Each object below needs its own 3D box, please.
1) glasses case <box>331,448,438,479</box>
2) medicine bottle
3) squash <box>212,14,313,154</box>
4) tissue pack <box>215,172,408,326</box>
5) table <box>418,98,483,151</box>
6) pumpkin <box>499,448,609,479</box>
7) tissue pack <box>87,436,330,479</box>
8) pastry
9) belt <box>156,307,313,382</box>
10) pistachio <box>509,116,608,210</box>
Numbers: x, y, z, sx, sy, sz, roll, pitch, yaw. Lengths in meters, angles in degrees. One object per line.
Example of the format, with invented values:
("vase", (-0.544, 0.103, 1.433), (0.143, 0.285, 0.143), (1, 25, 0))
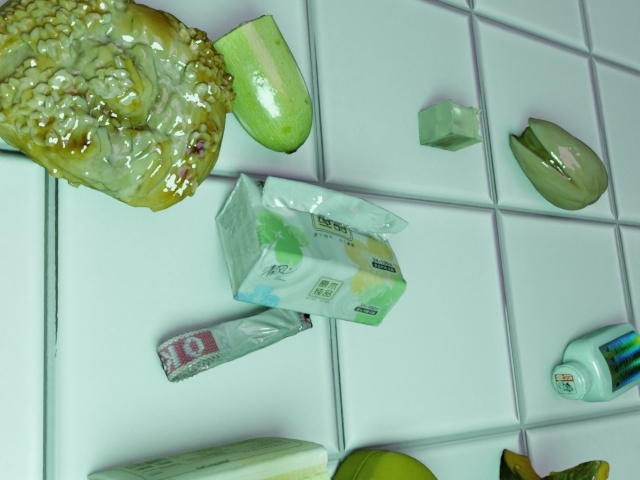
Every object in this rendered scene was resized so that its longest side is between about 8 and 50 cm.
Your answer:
("glasses case", (0.051, 0.454, 0.875), (0.173, 0.141, 0.371), (46, 57, -19))
("medicine bottle", (0.531, 0.239, 1.312), (0.229, 0.083, 0.121), (-12, 85, -39))
("squash", (-0.078, -0.205, 0.963), (0.123, 0.123, 0.186), (-37, 106, -36))
("tissue pack", (0.000, 0.000, 0.918), (0.229, 0.145, 0.159), (15, 37, -31))
("table", (0.228, -0.199, 1.203), (0.083, 0.079, 0.062), (7, 77, -37))
("pumpkin", (0.370, 0.469, 1.046), (0.095, 0.258, 0.290), (-11, 82, -15))
("tissue pack", (-0.124, 0.302, 0.772), (0.234, 0.159, 0.125), (-1, 79, -36))
("pastry", (-0.238, -0.176, 0.810), (0.311, 0.162, 0.255), (18, 66, -33))
("belt", (-0.099, 0.123, 0.891), (0.232, 0.071, 0.053), (-16, 71, -40))
("pistachio", (0.462, -0.147, 1.340), (0.226, 0.136, 0.135), (40, 58, -13))
